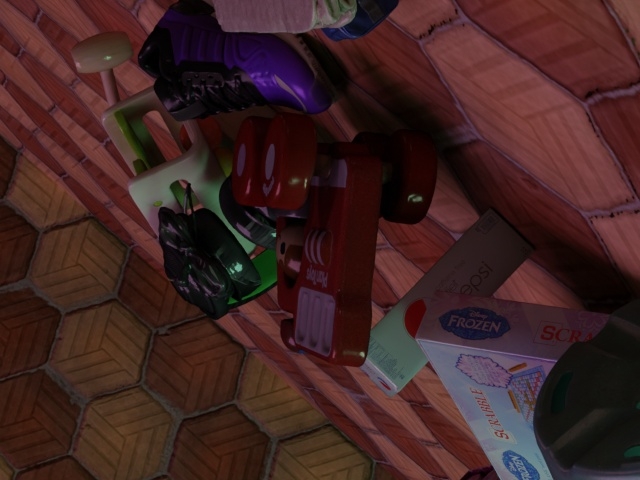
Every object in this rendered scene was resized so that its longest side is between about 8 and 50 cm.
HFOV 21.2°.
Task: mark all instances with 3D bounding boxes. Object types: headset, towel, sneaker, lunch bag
[{"bbox_3d":[-0.083,0.008,2.086,0.185,0.243,0.394,51,-165,20],"label":"headset"},{"bbox_3d":[-0.045,-0.274,1.494,0.282,0.049,0.187,-162,60,-66],"label":"towel"},{"bbox_3d":[-0.105,-0.181,1.931,0.293,0.146,0.102,33,163,45],"label":"sneaker"},{"bbox_3d":[0.020,-0.232,1.545,0.098,0.067,0.065,51,165,-15],"label":"lunch bag"}]

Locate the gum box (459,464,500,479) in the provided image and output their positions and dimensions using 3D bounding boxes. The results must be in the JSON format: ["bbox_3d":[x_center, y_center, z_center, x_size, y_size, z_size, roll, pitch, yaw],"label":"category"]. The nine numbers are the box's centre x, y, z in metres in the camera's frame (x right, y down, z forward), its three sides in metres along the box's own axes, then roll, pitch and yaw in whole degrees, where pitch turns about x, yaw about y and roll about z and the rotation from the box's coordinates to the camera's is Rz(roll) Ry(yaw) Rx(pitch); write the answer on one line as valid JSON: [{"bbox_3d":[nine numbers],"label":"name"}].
[{"bbox_3d":[0.227,0.326,2.052,0.107,0.062,0.188,47,159,-2],"label":"gum box"}]

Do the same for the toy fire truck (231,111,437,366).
[{"bbox_3d":[0.000,0.000,1.836,0.169,0.253,0.302,7,180,-16],"label":"toy fire truck"}]

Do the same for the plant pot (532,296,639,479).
[{"bbox_3d":[0.359,0.229,1.439,0.334,0.341,0.341,58,163,-23],"label":"plant pot"}]

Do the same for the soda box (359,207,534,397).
[{"bbox_3d":[0.128,0.067,1.835,0.069,0.216,0.074,45,167,4],"label":"soda box"}]

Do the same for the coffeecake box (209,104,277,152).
[{"bbox_3d":[-0.128,-0.158,2.270,0.142,0.068,0.185,42,168,10],"label":"coffeecake box"}]

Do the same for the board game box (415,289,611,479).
[{"bbox_3d":[0.295,0.180,1.758,0.318,0.066,0.318,8,148,30],"label":"board game box"}]

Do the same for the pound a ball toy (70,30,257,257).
[{"bbox_3d":[-0.186,-0.119,2.198,0.319,0.136,0.208,65,180,-58],"label":"pound a ball toy"}]
